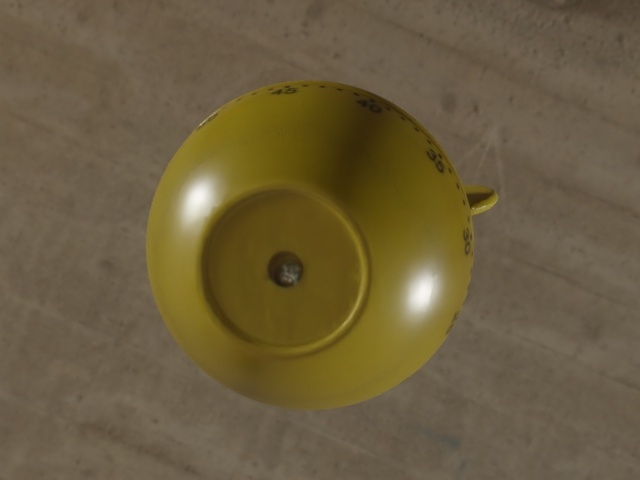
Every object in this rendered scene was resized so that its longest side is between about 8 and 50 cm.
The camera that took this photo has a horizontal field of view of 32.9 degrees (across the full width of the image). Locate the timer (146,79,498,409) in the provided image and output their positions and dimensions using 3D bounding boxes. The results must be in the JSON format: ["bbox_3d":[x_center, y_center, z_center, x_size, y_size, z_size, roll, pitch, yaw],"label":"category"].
[{"bbox_3d":[0.000,0.000,1.164,0.376,0.376,0.387,23,-166,5],"label":"timer"}]
